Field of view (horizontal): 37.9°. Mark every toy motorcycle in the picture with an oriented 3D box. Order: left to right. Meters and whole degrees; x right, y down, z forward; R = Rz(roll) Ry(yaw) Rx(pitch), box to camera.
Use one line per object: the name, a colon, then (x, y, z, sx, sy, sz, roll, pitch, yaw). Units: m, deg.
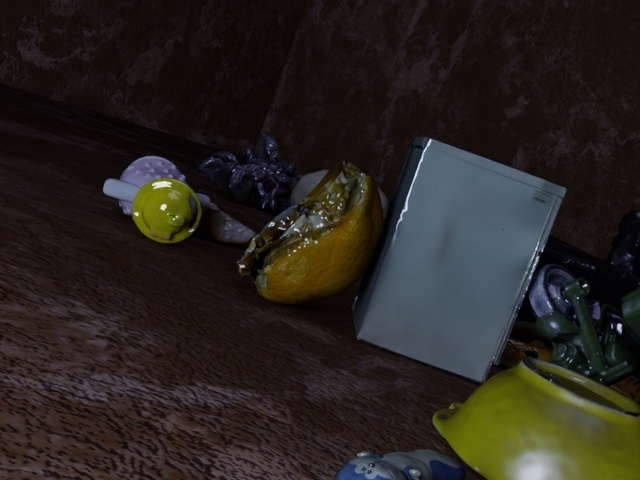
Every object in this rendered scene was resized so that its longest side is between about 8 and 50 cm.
toy motorcycle: (0.346, 0.099, 0.901, 0.275, 0.205, 0.127, 31, 46, -19)

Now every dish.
dish: (0.169, 0.131, 0.652, 0.148, 0.080, 0.207, 16, 8, -36)

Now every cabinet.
cabinet: (0.134, 0.016, 0.954, 0.150, 0.206, 0.145, 19, 6, -2)

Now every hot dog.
hot dog: (0.384, 0.179, 1.136, 0.049, 0.037, 0.122, 21, 7, -20)

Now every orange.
orange: (0.000, 0.000, 0.940, 0.112, 0.170, 0.160, 57, 30, -9)

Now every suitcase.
suitcase: (0.308, 0.069, 1.370, 0.229, 0.152, 0.335, 14, 11, -29)

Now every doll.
doll: (-0.186, -0.048, 1.085, 0.129, 0.081, 0.207, 9, 12, -22)
doll: (0.047, 0.128, 0.510, 0.037, 0.027, 0.125, 15, 3, 30)

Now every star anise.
star anise: (-0.112, -0.121, 1.869, 0.282, 0.129, 0.212, 14, 24, -19)

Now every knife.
knife: (0.222, 0.103, 1.122, 0.297, 0.017, 0.047, 5, -10, 43)

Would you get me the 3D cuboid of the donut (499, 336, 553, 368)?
donut: (0.233, 0.131, 1.064, 0.083, 0.038, 0.067, 21, 9, -8)

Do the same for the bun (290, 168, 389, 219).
bun: (0.029, -0.041, 1.639, 0.183, 0.102, 0.183, 11, -29, 6)

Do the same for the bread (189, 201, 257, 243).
bread: (-0.151, -0.030, 1.235, 0.126, 0.044, 0.129, 25, -1, -35)

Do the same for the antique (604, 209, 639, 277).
antique: (0.619, 0.096, 1.658, 0.322, 0.255, 0.185, 15, 10, -22)
